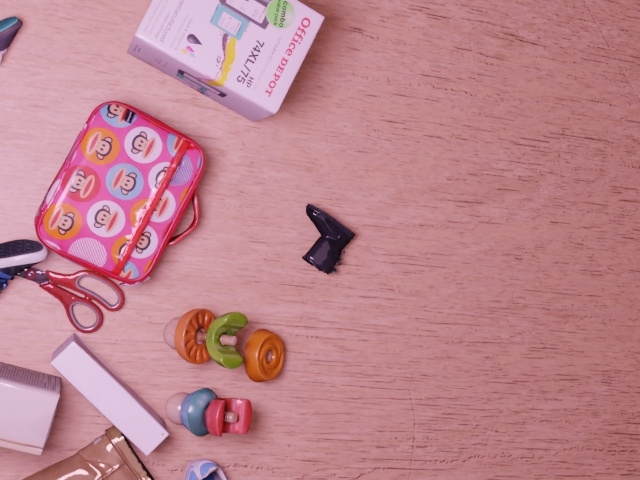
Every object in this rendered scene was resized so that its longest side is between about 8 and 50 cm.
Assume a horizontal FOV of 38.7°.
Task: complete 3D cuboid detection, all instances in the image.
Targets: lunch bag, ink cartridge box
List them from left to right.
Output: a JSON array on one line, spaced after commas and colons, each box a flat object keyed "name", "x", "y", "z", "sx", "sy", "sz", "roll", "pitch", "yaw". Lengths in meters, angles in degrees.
[{"name": "lunch bag", "x": -0.341, "y": -0.076, "z": 1.625, "sx": 0.258, "sy": 0.120, "sz": 0.293, "roll": 28, "pitch": 87, "yaw": -19}, {"name": "ink cartridge box", "x": -0.171, "y": -0.363, "z": 1.612, "sx": 0.270, "sy": 0.197, "sz": 0.198, "roll": 27, "pitch": 85, "yaw": -16}]

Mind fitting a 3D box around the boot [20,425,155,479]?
[{"name": "boot", "x": -0.427, "y": 0.492, "z": 1.640, "sx": 0.269, "sy": 0.089, "sz": 0.236, "roll": -33, "pitch": 88, "yaw": -13}]

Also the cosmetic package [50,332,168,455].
[{"name": "cosmetic package", "x": -0.378, "y": 0.275, "z": 1.634, "sx": 0.060, "sy": 0.099, "sz": 0.239, "roll": -45, "pitch": 102, "yaw": -10}]

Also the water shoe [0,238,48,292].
[{"name": "water shoe", "x": -0.565, "y": 0.056, "z": 1.583, "sx": 0.203, "sy": 0.073, "sz": 0.080, "roll": -13, "pitch": 119, "yaw": 0}]

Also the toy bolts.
[{"name": "toy bolts", "x": -0.196, "y": 0.249, "z": 1.693, "sx": 0.218, "sy": 0.158, "sz": 0.228, "roll": 23, "pitch": 72, "yaw": -55}]

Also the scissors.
[{"name": "scissors", "x": -0.495, "y": 0.058, "z": 1.633, "sx": 0.297, "sy": 0.021, "sz": 0.109, "roll": 35, "pitch": 90, "yaw": -12}]

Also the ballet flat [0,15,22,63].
[{"name": "ballet flat", "x": -0.599, "y": -0.317, "z": 1.567, "sx": 0.203, "sy": 0.074, "sz": 0.074, "roll": -30, "pitch": 100, "yaw": -19}]

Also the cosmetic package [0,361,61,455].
[{"name": "cosmetic package", "x": -0.605, "y": 0.257, "z": 1.538, "sx": 0.309, "sy": 0.160, "sz": 0.113, "roll": 17, "pitch": 88, "yaw": -15}]

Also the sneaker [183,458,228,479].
[{"name": "sneaker", "x": -0.182, "y": 0.518, "z": 1.702, "sx": 0.085, "sy": 0.086, "sz": 0.237, "roll": -30, "pitch": 100, "yaw": -29}]

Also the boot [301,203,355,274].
[{"name": "boot", "x": 0.000, "y": 0.000, "z": 1.758, "sx": 0.121, "sy": 0.045, "sz": 0.099, "roll": 35, "pitch": 86, "yaw": -15}]
